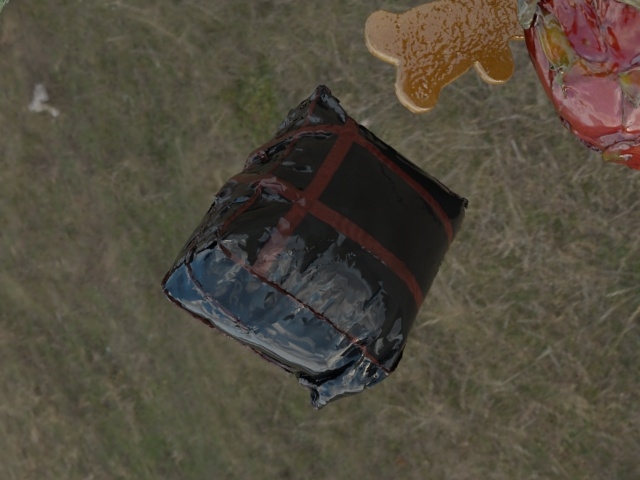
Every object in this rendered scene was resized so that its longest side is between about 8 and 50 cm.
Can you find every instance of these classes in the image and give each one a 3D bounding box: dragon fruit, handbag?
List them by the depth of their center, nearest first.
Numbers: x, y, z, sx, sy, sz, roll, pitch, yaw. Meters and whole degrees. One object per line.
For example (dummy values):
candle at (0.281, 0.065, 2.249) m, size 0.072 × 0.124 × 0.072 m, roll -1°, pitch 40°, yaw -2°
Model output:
handbag at (0.000, 0.000, 0.700) m, size 0.169 × 0.215 × 0.155 m, roll 42°, pitch 136°, yaw -11°
dragon fruit at (0.354, -0.206, 0.947) m, size 0.342 × 0.277 × 0.277 m, roll 52°, pitch 143°, yaw -1°

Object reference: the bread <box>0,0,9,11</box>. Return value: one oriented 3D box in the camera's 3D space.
bread at (-0.272, -0.270, 0.731) m, size 0.172 × 0.064 × 0.232 m, roll -44°, pitch 49°, yaw 34°

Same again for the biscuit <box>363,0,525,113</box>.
biscuit at (0.189, -0.272, 1.206) m, size 0.165 × 0.250 × 0.036 m, roll 61°, pitch 171°, yaw -2°
